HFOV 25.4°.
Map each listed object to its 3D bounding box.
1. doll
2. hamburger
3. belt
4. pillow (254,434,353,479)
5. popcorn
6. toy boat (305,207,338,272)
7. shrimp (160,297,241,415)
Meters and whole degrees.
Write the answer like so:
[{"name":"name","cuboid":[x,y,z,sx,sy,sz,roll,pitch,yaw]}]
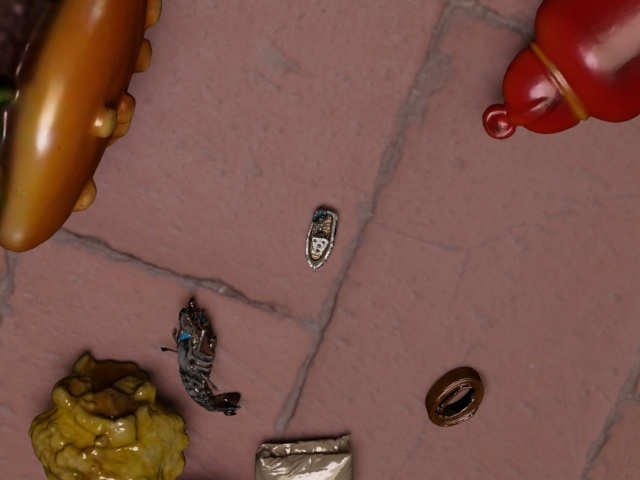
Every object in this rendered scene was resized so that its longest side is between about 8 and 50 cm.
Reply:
[{"name":"doll","cuboid":[0.338,-0.230,1.622,0.363,0.160,0.183,-35,113,11]},{"name":"hamburger","cuboid":[-0.334,-0.173,1.517,0.277,0.396,0.396,21,108,-8]},{"name":"belt","cuboid":[0.175,0.203,1.839,0.083,0.036,0.059,-43,111,13]},{"name":"pillow","cuboid":[-0.019,0.345,1.863,0.134,0.078,0.181,1,109,0]},{"name":"popcorn","cuboid":[-0.257,0.240,1.772,0.197,0.197,0.156,24,105,-9]},{"name":"toy boat","cuboid":[0.000,0.000,1.764,0.038,0.038,0.083,10,108,-4]},{"name":"shrimp","cuboid":[-0.156,0.155,1.794,0.076,0.082,0.174,-17,116,0]}]
